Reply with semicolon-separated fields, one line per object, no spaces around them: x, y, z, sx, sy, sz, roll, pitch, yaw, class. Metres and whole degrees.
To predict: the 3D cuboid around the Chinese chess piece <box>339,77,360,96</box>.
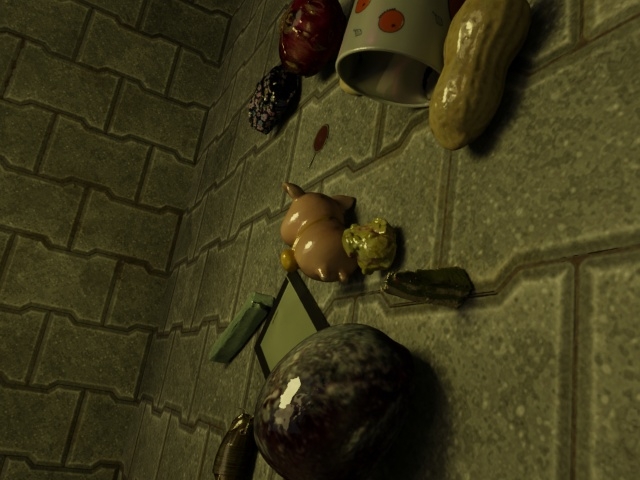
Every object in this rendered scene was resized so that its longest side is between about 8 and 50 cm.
0.095;-0.417;1.300;0.122;0.051;0.122;-42;39;47;Chinese chess piece

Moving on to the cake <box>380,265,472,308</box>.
0.156;0.070;0.769;0.055;0.140;0.051;61;139;38;cake

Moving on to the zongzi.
-0.215;0.511;1.318;0.184;0.084;0.187;150;139;-69;zongzi

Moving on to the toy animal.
-0.002;-0.001;1.110;0.149;0.165;0.247;-50;39;31;toy animal

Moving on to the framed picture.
-0.073;0.244;1.260;0.264;0.016;0.347;-66;26;14;framed picture

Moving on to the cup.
0.168;-0.436;0.969;0.212;0.213;0.317;-1;73;64;cup

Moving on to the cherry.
0.016;0.260;0.818;0.296;0.218;0.255;-49;-9;2;cherry

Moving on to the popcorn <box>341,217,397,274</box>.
0.098;0.008;0.986;0.097;0.089;0.109;-41;30;-16;popcorn

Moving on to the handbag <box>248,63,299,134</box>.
-0.157;-0.485;1.778;0.208;0.127;0.228;-42;30;49;handbag

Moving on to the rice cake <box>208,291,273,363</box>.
-0.231;0.253;1.520;0.336;0.066;0.062;-50;33;39;rice cake

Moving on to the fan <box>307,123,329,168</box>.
-0.009;-0.260;1.465;0.133;0.005;0.085;-67;26;10;fan

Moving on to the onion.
-0.023;-0.582;1.493;0.246;0.190;0.246;-156;90;-84;onion

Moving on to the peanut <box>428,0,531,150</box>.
0.240;-0.268;0.833;0.123;0.124;0.256;42;116;63;peanut
